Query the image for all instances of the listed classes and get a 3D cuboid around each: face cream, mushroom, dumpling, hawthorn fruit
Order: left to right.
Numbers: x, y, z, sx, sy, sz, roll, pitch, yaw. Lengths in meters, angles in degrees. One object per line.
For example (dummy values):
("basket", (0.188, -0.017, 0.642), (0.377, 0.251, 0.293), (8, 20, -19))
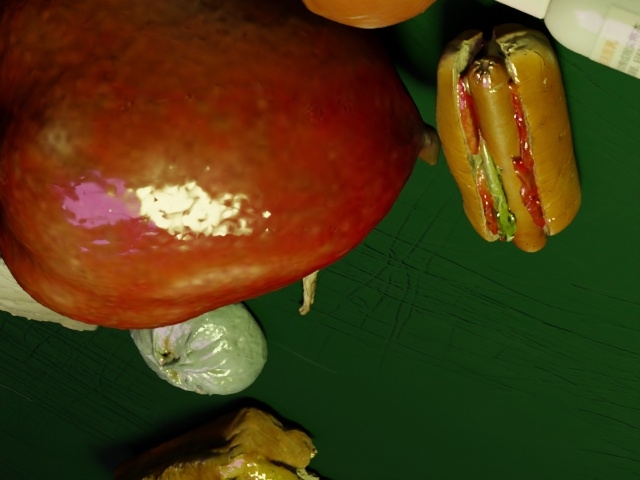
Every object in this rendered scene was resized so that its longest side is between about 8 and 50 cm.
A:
("dumpling", (-0.263, 0.032, 1.797), (0.150, 0.092, 0.176), (35, 151, -15))
("hawthorn fruit", (-0.095, -0.075, 1.282), (0.311, 0.295, 0.295), (5, 147, 25))
("mushroom", (0.005, 0.004, 1.607), (0.028, 0.026, 0.286), (37, 157, 13))
("face cream", (0.222, -0.126, 1.129), (0.269, 0.082, 0.082), (23, 153, 5))

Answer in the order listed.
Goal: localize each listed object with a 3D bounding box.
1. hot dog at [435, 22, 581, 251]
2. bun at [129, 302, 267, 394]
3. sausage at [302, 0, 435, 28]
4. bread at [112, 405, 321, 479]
("hot dog", (0.133, -0.061, 1.320), (0.092, 0.062, 0.235), (-13, 143, 9))
("bun", (-0.122, 0.099, 1.810), (0.141, 0.083, 0.141), (23, 153, 12))
("sausage", (0.028, -0.218, 1.082), (0.133, 0.133, 0.258), (19, 152, 13))
("bread", (-0.102, 0.289, 2.101), (0.185, 0.109, 0.380), (35, 150, -16))
